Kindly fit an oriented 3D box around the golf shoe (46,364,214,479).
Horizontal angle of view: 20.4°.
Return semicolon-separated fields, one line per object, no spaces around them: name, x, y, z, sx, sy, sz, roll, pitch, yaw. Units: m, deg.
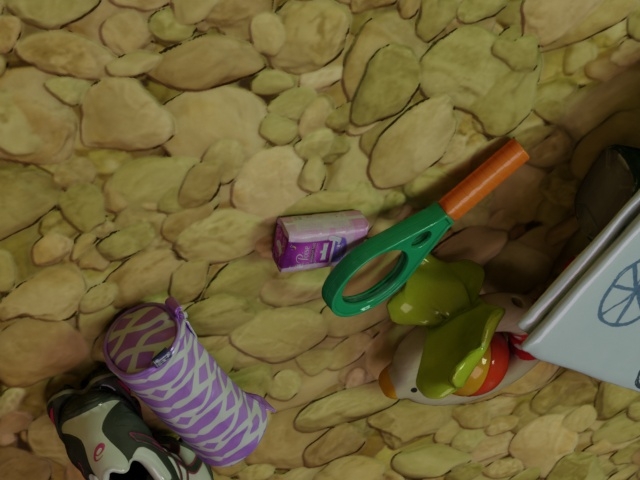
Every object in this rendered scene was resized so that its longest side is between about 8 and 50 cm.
golf shoe;-0.174;0.237;1.721;0.105;0.120;0.273;-31;139;5

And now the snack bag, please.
snack bag;0.380;0.017;1.687;0.342;0.037;0.323;22;113;-46

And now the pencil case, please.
pencil case;-0.123;0.133;1.668;0.088;0.086;0.206;-47;140;-10

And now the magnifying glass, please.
magnifying glass;0.096;-0.012;1.640;0.231;0.026;0.092;-39;152;6

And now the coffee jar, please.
coffee jar;0.343;-0.036;1.713;0.184;0.079;0.096;4;131;-29

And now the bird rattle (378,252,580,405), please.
bird rattle;0.165;0.090;1.763;0.253;0.143;0.207;-4;148;-40

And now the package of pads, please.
package of pads;0.000;0.000;1.623;0.083;0.032;0.050;-6;132;-20
